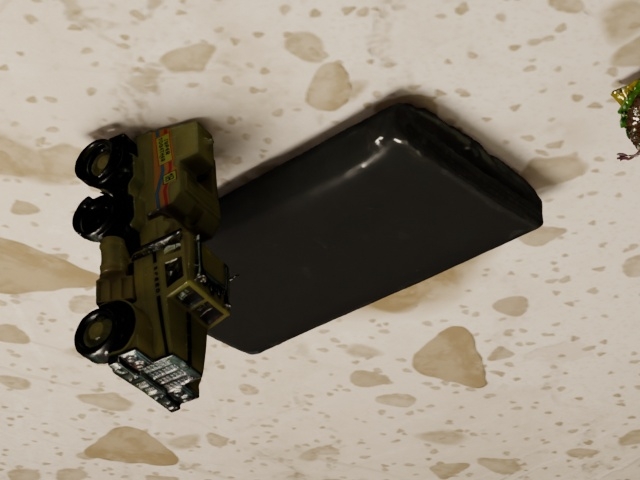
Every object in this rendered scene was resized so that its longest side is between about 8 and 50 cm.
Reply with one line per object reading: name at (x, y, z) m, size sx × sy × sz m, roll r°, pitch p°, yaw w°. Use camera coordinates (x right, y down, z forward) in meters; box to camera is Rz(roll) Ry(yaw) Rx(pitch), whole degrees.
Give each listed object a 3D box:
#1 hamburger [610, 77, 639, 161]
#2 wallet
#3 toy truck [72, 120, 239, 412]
hamburger at (0.352, -0.106, 1.435) m, size 0.164 × 0.093 × 0.189 m, roll 16°, pitch 144°, yaw -22°
wallet at (0.000, -0.001, 1.651) m, size 0.406 × 0.062 × 0.228 m, roll -25°, pitch 141°, yaw 37°
toy truck at (-0.143, 0.020, 1.501) m, size 0.127 × 0.257 × 0.127 m, roll -18°, pitch 143°, yaw 23°
